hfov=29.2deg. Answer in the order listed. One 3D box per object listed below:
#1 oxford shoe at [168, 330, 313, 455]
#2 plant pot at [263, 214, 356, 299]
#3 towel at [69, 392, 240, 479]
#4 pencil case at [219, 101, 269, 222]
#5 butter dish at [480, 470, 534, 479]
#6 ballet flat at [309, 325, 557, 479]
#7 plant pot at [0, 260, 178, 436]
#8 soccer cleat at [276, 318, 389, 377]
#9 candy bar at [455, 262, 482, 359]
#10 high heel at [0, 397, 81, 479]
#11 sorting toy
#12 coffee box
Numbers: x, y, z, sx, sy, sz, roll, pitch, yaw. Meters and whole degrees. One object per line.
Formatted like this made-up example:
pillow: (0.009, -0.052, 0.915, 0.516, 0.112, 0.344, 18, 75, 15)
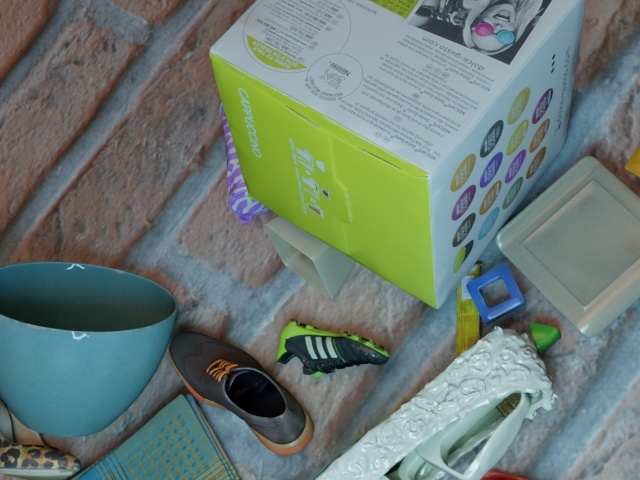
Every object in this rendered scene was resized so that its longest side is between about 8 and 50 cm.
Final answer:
oxford shoe: (-0.121, 0.190, 1.721, 0.271, 0.098, 0.097, 30, 68, 32)
plant pot: (0.000, 0.000, 1.775, 0.096, 0.109, 0.109, -44, 54, -15)
towel: (-0.205, 0.427, 1.682, 0.271, 0.040, 0.370, -37, 56, 3)
pencil case: (-0.113, -0.137, 1.911, 0.088, 0.086, 0.206, -43, 43, 43)
butter dish: (0.227, 0.352, 1.465, 0.160, 0.118, 0.160, 11, 69, 29)
ballet flat: (0.127, 0.273, 1.537, 0.409, 0.147, 0.147, -42, 55, 0)
plant pot: (-0.361, 0.168, 1.776, 0.290, 0.290, 0.195, 18, 108, 32)
soccer cleat: (0.016, 0.160, 1.710, 0.179, 0.060, 0.072, 9, 78, 36)
candy bar: (0.202, 0.099, 1.673, 0.040, 0.018, 0.161, -6, 61, 18)
high heel: (-0.441, 0.262, 1.841, 0.261, 0.093, 0.186, -1, 70, 35)
sorting toy: (0.361, 0.008, 1.631, 0.348, 0.047, 0.196, -42, 60, 2)
coffee box: (0.104, -0.179, 1.607, 0.338, 0.337, 0.334, 31, 68, 22)
